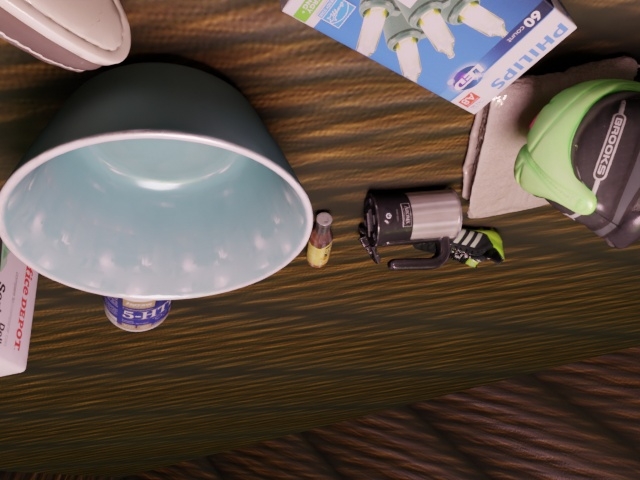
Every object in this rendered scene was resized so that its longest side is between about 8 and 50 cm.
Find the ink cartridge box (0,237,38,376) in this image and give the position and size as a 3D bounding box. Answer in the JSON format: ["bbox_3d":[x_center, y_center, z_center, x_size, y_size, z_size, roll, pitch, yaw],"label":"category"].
[{"bbox_3d":[-0.475,0.037,0.640,0.116,0.202,0.278,-10,150,1],"label":"ink cartridge box"}]

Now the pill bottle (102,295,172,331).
[{"bbox_3d":[-0.281,0.057,0.824,0.111,0.112,0.187,2,148,-20],"label":"pill bottle"}]

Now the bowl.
[{"bbox_3d":[-0.172,-0.070,0.589,0.311,0.163,0.312,-8,149,-5],"label":"bowl"}]

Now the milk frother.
[{"bbox_3d":[0.136,-0.021,0.851,0.134,0.129,0.143,-4,-168,-9],"label":"milk frother"}]

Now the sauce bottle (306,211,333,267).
[{"bbox_3d":[0.000,0.000,0.878,0.042,0.042,0.128,-5,151,-9],"label":"sauce bottle"}]

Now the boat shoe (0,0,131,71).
[{"bbox_3d":[-0.281,-0.224,0.351,0.096,0.117,0.324,-22,144,28],"label":"boat shoe"}]

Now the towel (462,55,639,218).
[{"bbox_3d":[0.303,-0.132,0.744,0.186,0.049,0.282,-11,149,0],"label":"towel"}]

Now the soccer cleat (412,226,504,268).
[{"bbox_3d":[0.250,0.012,0.943,0.178,0.073,0.060,1,148,-17],"label":"soccer cleat"}]

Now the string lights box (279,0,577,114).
[{"bbox_3d":[0.101,-0.228,0.489,0.259,0.077,0.133,14,141,-35],"label":"string lights box"}]

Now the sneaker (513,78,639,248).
[{"bbox_3d":[0.455,-0.107,0.619,0.482,0.202,0.185,-21,149,-16],"label":"sneaker"}]
